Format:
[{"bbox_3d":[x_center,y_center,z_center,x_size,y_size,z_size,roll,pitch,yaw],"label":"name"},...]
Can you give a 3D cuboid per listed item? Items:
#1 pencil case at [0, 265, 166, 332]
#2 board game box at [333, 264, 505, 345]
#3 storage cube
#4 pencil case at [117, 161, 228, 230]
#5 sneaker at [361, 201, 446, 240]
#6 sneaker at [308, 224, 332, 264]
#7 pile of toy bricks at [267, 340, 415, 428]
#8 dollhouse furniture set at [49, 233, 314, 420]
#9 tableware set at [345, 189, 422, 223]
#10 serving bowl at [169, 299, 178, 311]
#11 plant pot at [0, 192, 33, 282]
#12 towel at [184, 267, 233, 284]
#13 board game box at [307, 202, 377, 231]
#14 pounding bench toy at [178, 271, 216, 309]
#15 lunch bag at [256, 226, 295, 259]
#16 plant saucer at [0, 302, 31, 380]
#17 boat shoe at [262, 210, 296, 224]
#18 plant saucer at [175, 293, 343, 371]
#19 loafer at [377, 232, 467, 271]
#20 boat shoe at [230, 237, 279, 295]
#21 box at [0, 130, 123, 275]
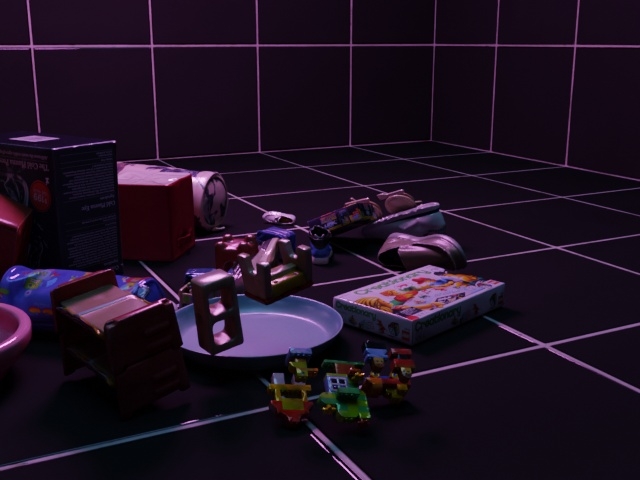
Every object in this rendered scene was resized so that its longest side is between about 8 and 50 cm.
[{"bbox_3d":[-0.434,0.117,1.408,0.305,0.120,0.133,4,26,14],"label":"pencil case"},{"bbox_3d":[0.197,0.119,1.523,0.192,0.053,0.305,13,19,42],"label":"board game box"},{"bbox_3d":[-0.433,-0.065,1.966,0.214,0.193,0.184,1,14,10],"label":"storage cube"},{"bbox_3d":[-0.468,-0.122,2.230,0.409,0.184,0.160,6,20,15],"label":"pencil case"},{"bbox_3d":[0.216,-0.028,2.056,0.235,0.095,0.090,-14,10,32],"label":"sneaker"},{"bbox_3d":[0.001,0.000,1.925,0.058,0.085,0.152,1,14,4],"label":"sneaker"},{"bbox_3d":[0.040,0.216,1.090,0.212,0.118,0.105,5,45,-16],"label":"pile of toy bricks"},{"bbox_3d":[-0.210,0.112,1.246,0.374,0.152,0.201,-21,26,-35],"label":"dollhouse furniture set"},{"bbox_3d":[0.175,-0.094,2.126,0.194,0.128,0.039,-12,47,33],"label":"tableware set"},{"bbox_3d":[-0.321,0.132,1.527,0.083,0.027,0.083,0,15,0],"label":"serving bowl"},{"bbox_3d":[-0.718,0.018,1.554,0.235,0.268,0.267,9,12,-13],"label":"plant pot"},{"bbox_3d":[-0.241,0.079,1.732,0.119,0.029,0.067,0,14,0],"label":"towel"},{"bbox_3d":[0.060,-0.053,2.037,0.141,0.048,0.170,-20,-5,16],"label":"board game box"},{"bbox_3d":[-0.245,0.101,1.533,0.065,0.083,0.052,4,15,14],"label":"pounding bench toy"},{"bbox_3d":[-0.111,0.009,1.928,0.098,0.067,0.065,11,19,34],"label":"lunch bag"},{"bbox_3d":[-0.627,0.182,1.223,0.331,0.084,0.332,1,15,0],"label":"plant saucer"},{"bbox_3d":[-0.123,-0.063,2.278,0.100,0.035,0.035,9,13,8],"label":"boat shoe"},{"bbox_3d":[-0.118,0.162,1.381,0.317,0.044,0.317,1,15,0],"label":"plant saucer"},{"bbox_3d":[0.229,0.042,1.794,0.087,0.094,0.251,-39,25,-29],"label":"loafer"},{"bbox_3d":[-0.143,0.060,1.669,0.092,0.103,0.285,6,21,3],"label":"boat shoe"},{"bbox_3d":[-0.635,-0.076,1.771,0.343,0.313,0.179,9,17,33],"label":"box"}]
